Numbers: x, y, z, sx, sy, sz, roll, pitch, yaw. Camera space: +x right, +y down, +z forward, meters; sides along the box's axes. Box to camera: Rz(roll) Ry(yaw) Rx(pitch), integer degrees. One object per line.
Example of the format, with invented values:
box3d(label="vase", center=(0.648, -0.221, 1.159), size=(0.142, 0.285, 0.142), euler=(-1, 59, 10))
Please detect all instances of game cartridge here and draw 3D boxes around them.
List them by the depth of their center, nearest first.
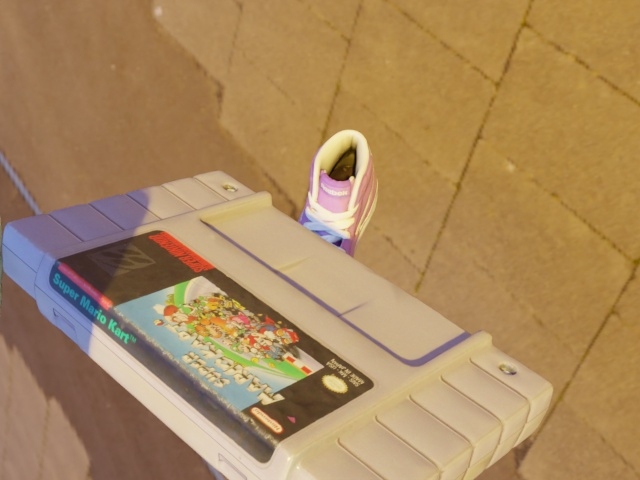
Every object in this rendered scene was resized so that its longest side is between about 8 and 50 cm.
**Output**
box3d(label="game cartridge", center=(-0.038, 0.060, 0.672), size=(0.355, 0.230, 0.068), euler=(33, 119, 29))

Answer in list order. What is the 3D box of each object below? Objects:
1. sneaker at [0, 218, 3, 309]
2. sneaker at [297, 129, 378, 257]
box3d(label="sneaker", center=(-0.247, 0.011, 0.274), size=(0.135, 0.366, 0.150), euler=(19, 94, 24))
box3d(label="sneaker", center=(-0.001, 0.000, 1.112), size=(0.161, 0.102, 0.282), euler=(85, -162, -68))
